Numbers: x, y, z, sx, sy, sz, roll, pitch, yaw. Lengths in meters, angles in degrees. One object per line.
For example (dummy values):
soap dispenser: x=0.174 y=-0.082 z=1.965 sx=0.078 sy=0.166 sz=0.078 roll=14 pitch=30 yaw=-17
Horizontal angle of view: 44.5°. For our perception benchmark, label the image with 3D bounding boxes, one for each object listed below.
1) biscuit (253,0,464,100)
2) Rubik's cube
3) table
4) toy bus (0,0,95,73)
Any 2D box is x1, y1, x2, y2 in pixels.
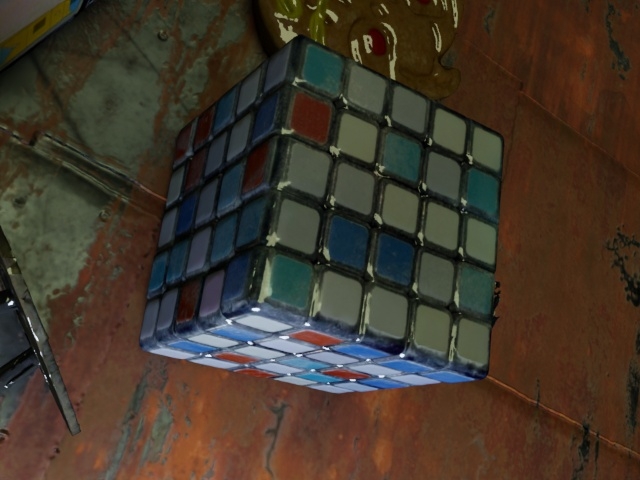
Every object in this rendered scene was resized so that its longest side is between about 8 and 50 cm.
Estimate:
biscuit: x=0.086 y=-0.343 z=1.149 sx=0.350 sy=0.070 sz=0.394 roll=40 pitch=59 yaw=-18
Rubik's cube: x=0.000 y=0.000 z=0.870 sx=0.293 sy=0.287 sz=0.292 roll=17 pitch=68 yaw=-29
table: x=-0.372 y=0.097 z=0.657 sx=0.249 sy=0.317 sz=0.317 roll=-23 pitch=91 yaw=-22
toy bus: x=-0.336 y=-0.274 z=0.742 sx=0.171 sy=0.162 sz=0.386 roll=31 pitch=49 yaw=1
